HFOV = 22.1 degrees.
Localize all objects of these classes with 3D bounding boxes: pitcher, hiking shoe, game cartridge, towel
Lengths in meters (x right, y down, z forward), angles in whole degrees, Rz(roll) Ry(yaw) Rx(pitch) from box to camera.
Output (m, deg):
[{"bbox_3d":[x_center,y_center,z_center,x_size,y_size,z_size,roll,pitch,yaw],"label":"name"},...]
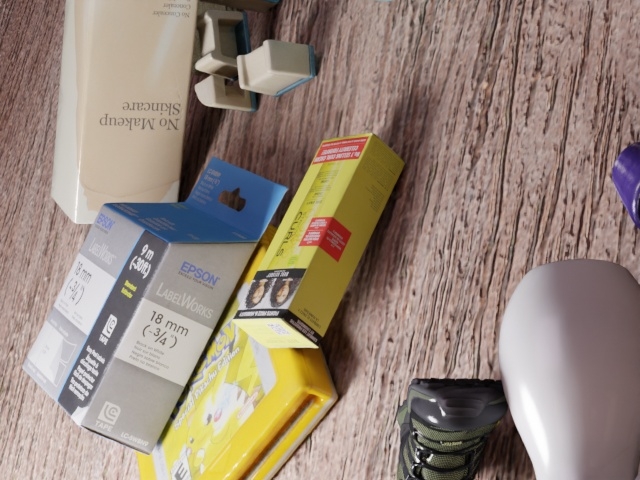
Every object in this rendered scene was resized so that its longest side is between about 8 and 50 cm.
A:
[{"bbox_3d":[0.223,0.119,1.243,0.178,0.125,0.207,-13,65,30],"label":"pitcher"},{"bbox_3d":[0.109,0.178,1.355,0.227,0.086,0.114,96,174,-76],"label":"hiking shoe"},{"bbox_3d":[-0.113,0.161,1.797,0.285,0.053,0.323,-52,32,20],"label":"game cartridge"},{"bbox_3d":[-0.151,-0.300,2.245,0.110,0.027,0.148,-47,33,29],"label":"towel"}]

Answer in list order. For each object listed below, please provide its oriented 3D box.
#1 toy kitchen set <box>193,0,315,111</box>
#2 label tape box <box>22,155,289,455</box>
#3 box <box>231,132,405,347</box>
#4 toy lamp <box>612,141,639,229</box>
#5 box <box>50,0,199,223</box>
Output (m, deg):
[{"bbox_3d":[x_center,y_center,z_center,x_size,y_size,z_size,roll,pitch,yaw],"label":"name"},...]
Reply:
[{"bbox_3d":[-0.068,-0.273,2.039,0.166,0.122,0.207,-23,69,49],"label":"toy kitchen set"},{"bbox_3d":[-0.198,0.047,1.883,0.333,0.106,0.241,-63,28,-1],"label":"label tape box"},{"bbox_3d":[0.000,0.000,1.686,0.087,0.058,0.232,-3,52,50],"label":"box"},{"bbox_3d":[0.304,-0.004,1.230,0.080,0.080,0.274,-58,29,11],"label":"toy lamp"},{"bbox_3d":[-0.250,-0.184,2.082,0.121,0.148,0.311,-139,51,-60],"label":"box"}]
